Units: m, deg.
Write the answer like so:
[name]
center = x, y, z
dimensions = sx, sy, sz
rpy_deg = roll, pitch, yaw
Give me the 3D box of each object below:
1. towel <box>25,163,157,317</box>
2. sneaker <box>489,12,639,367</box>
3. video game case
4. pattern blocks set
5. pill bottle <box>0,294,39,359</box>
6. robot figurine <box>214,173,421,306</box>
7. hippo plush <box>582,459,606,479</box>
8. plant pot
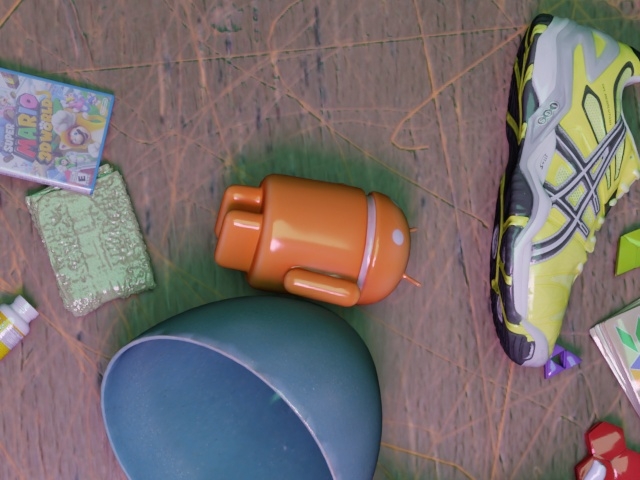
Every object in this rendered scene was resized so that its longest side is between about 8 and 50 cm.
[towel]
center = -0.247, -0.001, 1.736
dimensions = 0.110, 0.027, 0.148
rpy_deg = -21, 84, -7
[sneaker]
center = 0.269, -0.052, 1.724
dimensions = 0.147, 0.145, 0.385
rpy_deg = 9, 84, -3
[video game case]
center = -0.315, -0.122, 1.727
dimensions = 0.166, 0.015, 0.119
rpy_deg = 13, 67, -9
[pattern blocks set]
center = 0.404, 0.119, 1.771
dimensions = 0.324, 0.026, 0.285
rpy_deg = -15, 85, -6
[pill bottle]
center = -0.340, 0.097, 1.708
dimensions = 0.043, 0.043, 0.083
rpy_deg = 45, 82, 2
[robot figurine]
center = 0.000, -0.002, 1.697
dimensions = 0.219, 0.158, 0.128
rpy_deg = 10, 91, -10
[hippo plush]
center = 0.141, 0.371, 1.599
dimensions = 0.236, 0.294, 0.234
rpy_deg = 5, 61, -2
[plant pot]
center = -0.049, 0.170, 1.630
dimensions = 0.290, 0.290, 0.195
rpy_deg = 46, 46, 2
